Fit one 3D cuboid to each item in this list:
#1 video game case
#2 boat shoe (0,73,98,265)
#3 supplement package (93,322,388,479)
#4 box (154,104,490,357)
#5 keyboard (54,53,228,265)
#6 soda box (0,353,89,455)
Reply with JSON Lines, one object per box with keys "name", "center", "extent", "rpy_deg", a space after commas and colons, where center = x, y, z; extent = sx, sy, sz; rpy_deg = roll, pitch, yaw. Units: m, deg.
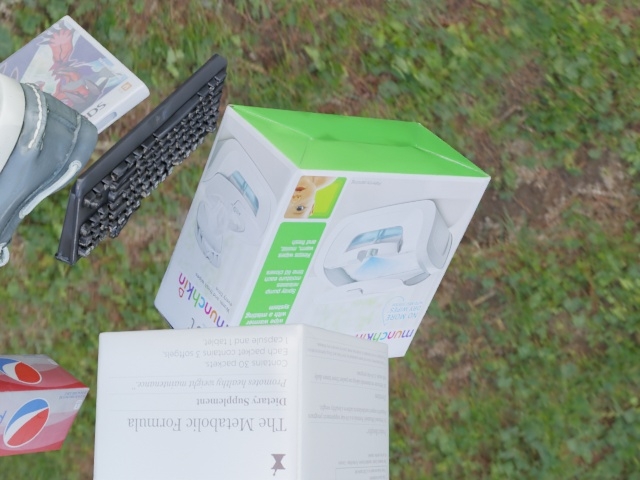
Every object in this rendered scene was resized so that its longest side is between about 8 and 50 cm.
{"name": "video game case", "center": [-0.331, -0.175, 1.353], "extent": [0.183, 0.201, 0.023], "rpy_deg": [-40, 142, -11]}
{"name": "boat shoe", "center": [-0.290, 0.007, 0.916], "extent": [0.099, 0.116, 0.319], "rpy_deg": [14, 124, -41]}
{"name": "supplement package", "center": [-0.043, 0.178, 0.656], "extent": [0.139, 0.134, 0.244], "rpy_deg": [-5, 78, 24]}
{"name": "box", "center": [0.000, 0.000, 1.105], "extent": [0.262, 0.127, 0.231], "rpy_deg": [0, 122, -43]}
{"name": "keyboard", "center": [-0.123, -0.050, 0.787], "extent": [0.023, 0.180, 0.108], "rpy_deg": [34, 138, 6]}
{"name": "soda box", "center": [-0.381, 0.183, 1.230], "extent": [0.263, 0.083, 0.092], "rpy_deg": [9, 109, -62]}
